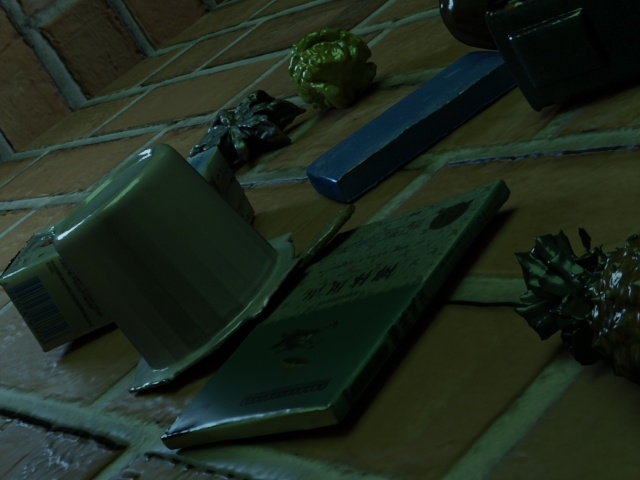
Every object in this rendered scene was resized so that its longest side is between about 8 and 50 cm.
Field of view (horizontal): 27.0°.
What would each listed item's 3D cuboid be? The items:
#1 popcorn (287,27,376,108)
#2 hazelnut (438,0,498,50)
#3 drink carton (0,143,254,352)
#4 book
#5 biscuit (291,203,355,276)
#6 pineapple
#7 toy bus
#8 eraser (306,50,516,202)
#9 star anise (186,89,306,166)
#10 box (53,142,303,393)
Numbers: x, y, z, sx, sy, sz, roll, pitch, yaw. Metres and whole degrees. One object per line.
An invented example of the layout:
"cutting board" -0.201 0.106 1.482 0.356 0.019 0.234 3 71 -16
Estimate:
"popcorn" 0.015 -0.283 2.175 0.141 0.135 0.162 -35 19 16
"hazelnut" 0.271 -0.335 1.827 0.210 0.186 0.210 -56 -9 -13
"drink carton" -0.267 0.013 1.868 0.324 0.132 0.194 -25 19 16
"book" 0.020 0.077 1.389 0.264 0.031 0.379 -19 22 44
"biscuit" 0.000 0.000 1.592 0.120 0.015 0.120 -47 2 3
"pineapple" 0.231 0.044 1.007 0.128 0.128 0.248 -36 14 -11
"toy bus" 0.369 -0.287 1.572 0.323 0.162 0.194 -16 27 36
"eraser" 0.127 -0.160 1.815 0.312 0.043 0.144 -35 19 -10
"star anise" -0.148 -0.174 2.244 0.262 0.081 0.230 -9 39 45
"box" -0.179 0.004 1.588 0.262 0.206 0.291 -36 17 12
